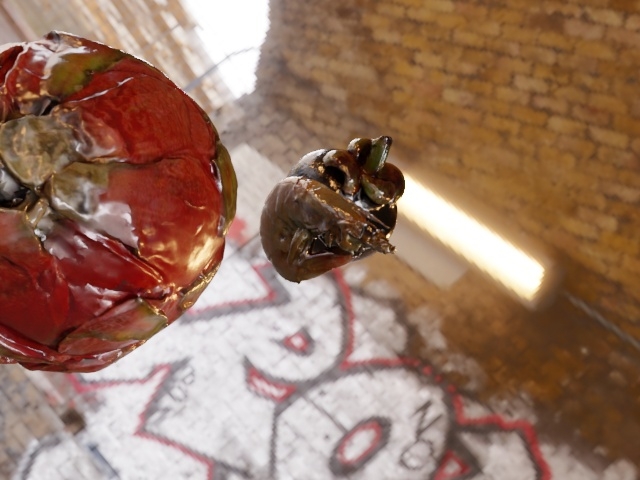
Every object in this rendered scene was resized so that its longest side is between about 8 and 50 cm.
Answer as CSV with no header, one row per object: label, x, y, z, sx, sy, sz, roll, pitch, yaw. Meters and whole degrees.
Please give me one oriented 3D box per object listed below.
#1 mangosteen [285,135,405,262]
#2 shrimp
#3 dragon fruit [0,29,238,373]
mangosteen,0.047,-0.071,1.882,0.194,0.230,0.194,33,34,-25
shrimp,0.000,0.000,1.695,0.063,0.152,0.287,15,7,-40
dragon fruit,-0.208,-0.029,0.956,0.277,0.277,0.342,51,-22,0
